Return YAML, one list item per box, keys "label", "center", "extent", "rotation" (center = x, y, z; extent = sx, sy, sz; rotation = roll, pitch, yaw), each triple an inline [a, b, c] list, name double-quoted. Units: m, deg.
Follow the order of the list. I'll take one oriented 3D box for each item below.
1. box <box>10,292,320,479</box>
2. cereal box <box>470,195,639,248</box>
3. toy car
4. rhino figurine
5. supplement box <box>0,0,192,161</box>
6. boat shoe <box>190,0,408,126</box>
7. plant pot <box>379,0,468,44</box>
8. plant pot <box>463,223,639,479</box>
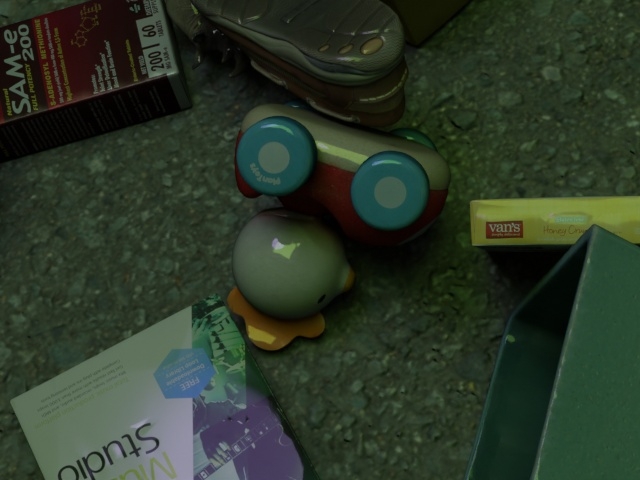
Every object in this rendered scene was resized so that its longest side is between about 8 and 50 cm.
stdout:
- label: "box"
  center: [-0.127, 0.232, 1.578]
  extent: [0.232, 0.058, 0.322]
  rotation: [-28, 62, -6]
- label: "cereal box"
  center: [0.231, -0.014, 1.549]
  extent: [0.173, 0.240, 0.047]
  rotation: [-1, 89, 10]
- label: "toy car"
  center: [0.000, 0.000, 1.634]
  extent: [0.210, 0.219, 0.238]
  rotation: [17, 103, 3]
- label: "rhino figurine"
  center: [-0.117, -0.269, 1.822]
  extent: [0.106, 0.073, 0.243]
  rotation: [-5, 57, -13]
- label: "supplement box"
  center: [-0.272, -0.180, 1.813]
  extent: [0.239, 0.073, 0.130]
  rotation: [-17, 61, 1]
- label: "boat shoe"
  center: [-0.027, -0.201, 1.670]
  extent: [0.123, 0.116, 0.324]
  rotation: [-33, 42, -15]
- label: "plant pot"
  center: [0.075, -0.334, 1.772]
  extent: [0.212, 0.212, 0.187]
  rotation: [26, 82, 21]
- label: "plant pot"
  center: [0.283, 0.174, 1.440]
  extent: [0.252, 0.247, 0.248]
  rotation: [19, 66, -4]
